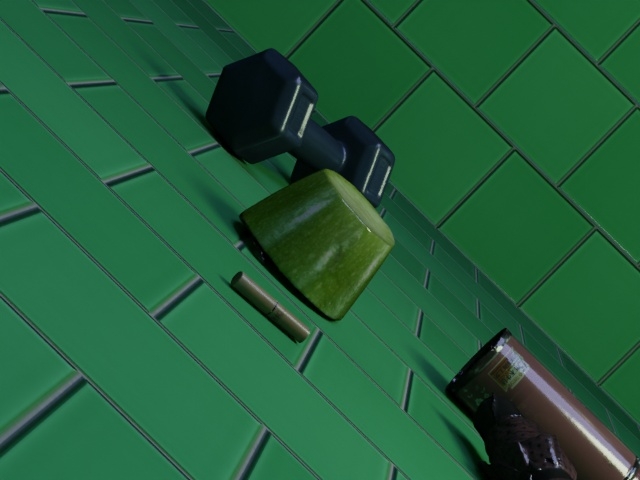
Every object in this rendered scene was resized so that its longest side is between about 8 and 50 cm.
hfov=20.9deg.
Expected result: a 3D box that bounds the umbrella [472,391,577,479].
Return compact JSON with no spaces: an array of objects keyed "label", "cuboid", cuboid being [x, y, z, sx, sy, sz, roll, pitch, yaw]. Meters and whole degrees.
[{"label":"umbrella","cuboid":[0.237,0.262,1.879,0.094,0.090,0.326,36,10,-29]}]

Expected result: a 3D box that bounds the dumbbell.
[{"label":"dumbbell","cuboid":[-0.025,-0.145,2.481,0.156,0.143,0.316,50,9,35]}]

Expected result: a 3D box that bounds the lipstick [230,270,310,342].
[{"label":"lipstick","cuboid":[-0.049,0.065,1.696,0.094,0.019,0.019,41,8,-20]}]

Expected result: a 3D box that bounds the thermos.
[{"label":"thermos","cuboid":[0.305,0.271,2.189,0.330,0.136,0.109,44,35,1]}]

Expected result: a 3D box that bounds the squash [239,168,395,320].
[{"label":"squash","cuboid":[0.000,0.000,1.966,0.170,0.123,0.170,46,12,-13]}]
